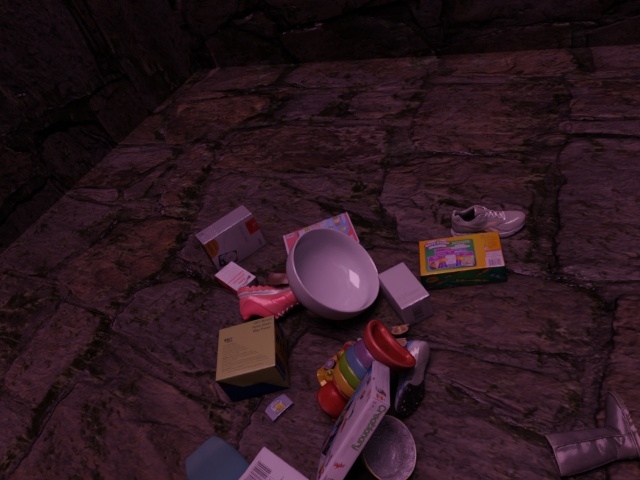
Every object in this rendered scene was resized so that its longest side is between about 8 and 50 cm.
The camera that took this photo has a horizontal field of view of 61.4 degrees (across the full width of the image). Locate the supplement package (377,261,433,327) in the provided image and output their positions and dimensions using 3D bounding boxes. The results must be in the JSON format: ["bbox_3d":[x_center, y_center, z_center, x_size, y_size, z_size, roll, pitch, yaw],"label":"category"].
[{"bbox_3d":[0.280,0.179,1.787,0.105,0.105,0.179,-27,42,-6],"label":"supplement package"}]

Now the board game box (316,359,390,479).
[{"bbox_3d":[0.084,0.479,1.384,0.053,0.306,0.193,28,16,0],"label":"board game box"}]

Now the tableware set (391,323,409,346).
[{"bbox_3d":[0.208,0.306,1.688,0.140,0.020,0.169,-13,13,20],"label":"tableware set"}]

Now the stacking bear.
[{"bbox_3d":[0.105,0.395,1.549,0.175,0.164,0.289,46,109,18],"label":"stacking bear"}]

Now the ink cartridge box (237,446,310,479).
[{"bbox_3d":[-0.027,0.661,1.240,0.271,0.310,0.130,21,56,37],"label":"ink cartridge box"}]

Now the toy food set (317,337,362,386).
[{"bbox_3d":[0.082,0.374,1.686,0.217,0.071,0.128,-38,43,-18],"label":"toy food set"}]

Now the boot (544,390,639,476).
[{"bbox_3d":[0.664,0.476,1.336,0.208,0.076,0.190,-18,38,15],"label":"boot"}]

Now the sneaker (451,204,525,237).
[{"bbox_3d":[0.592,-0.075,1.915,0.262,0.121,0.099,-11,43,12],"label":"sneaker"}]

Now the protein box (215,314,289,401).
[{"bbox_3d":[-0.218,0.383,1.756,0.199,0.136,0.201,-16,41,7],"label":"protein box"}]

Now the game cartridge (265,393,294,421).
[{"bbox_3d":[-0.129,0.515,1.668,0.083,0.017,0.056,-39,40,-20],"label":"game cartridge"}]

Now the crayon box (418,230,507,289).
[{"bbox_3d":[0.479,0.069,1.838,0.278,0.081,0.166,-8,42,16],"label":"crayon box"}]

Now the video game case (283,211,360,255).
[{"bbox_3d":[0.000,0.000,2.163,0.284,0.025,0.204,-20,40,1],"label":"video game case"}]

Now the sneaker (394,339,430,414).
[{"bbox_3d":[0.259,0.402,1.584,0.086,0.085,0.237,-19,36,45],"label":"sneaker"}]

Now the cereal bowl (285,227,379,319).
[{"bbox_3d":[0.025,0.129,1.848,0.141,0.338,0.339,-49,31,43],"label":"cereal bowl"}]

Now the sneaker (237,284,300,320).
[{"bbox_3d":[-0.143,0.230,1.939,0.313,0.116,0.136,-4,77,7],"label":"sneaker"}]

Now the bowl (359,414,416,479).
[{"bbox_3d":[0.162,0.557,1.427,0.170,0.080,0.170,14,56,-22],"label":"bowl"}]

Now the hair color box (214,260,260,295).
[{"bbox_3d":[-0.327,0.156,2.114,0.093,0.053,0.167,-41,43,-23],"label":"hair color box"}]

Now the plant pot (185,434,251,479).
[{"bbox_3d":[-0.260,0.656,1.465,0.165,0.166,0.234,-39,37,-19],"label":"plant pot"}]

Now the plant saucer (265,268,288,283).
[{"bbox_3d":[-0.104,0.126,1.973,0.198,0.036,0.198,-5,3,0],"label":"plant saucer"}]

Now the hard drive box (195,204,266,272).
[{"bbox_3d":[-0.364,-0.004,2.205,0.232,0.181,0.089,-35,43,-15],"label":"hard drive box"}]
